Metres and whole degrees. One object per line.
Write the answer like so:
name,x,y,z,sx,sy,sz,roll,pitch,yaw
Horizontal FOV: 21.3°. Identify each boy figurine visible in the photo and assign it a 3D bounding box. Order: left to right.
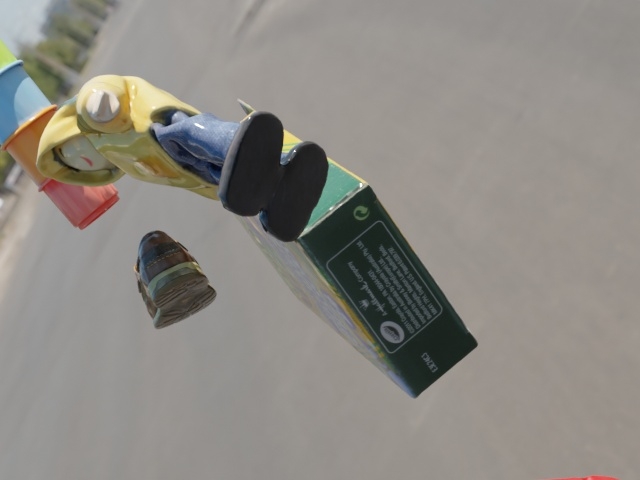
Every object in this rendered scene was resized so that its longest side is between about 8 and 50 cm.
boy figurine,-0.133,-0.076,1.358,0.285,0.177,0.092,13,77,42

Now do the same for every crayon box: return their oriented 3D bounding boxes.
crayon box,0.000,0.000,1.601,0.083,0.203,0.323,-39,28,-6

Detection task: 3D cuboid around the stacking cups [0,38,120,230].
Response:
stacking cups,-0.349,-0.147,1.893,0.096,0.316,0.096,-37,4,3

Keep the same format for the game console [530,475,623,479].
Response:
game console,0.005,0.289,0.823,0.060,0.387,0.342,-136,46,-70

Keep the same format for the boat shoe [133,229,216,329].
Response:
boat shoe,-0.134,0.034,1.531,0.064,0.060,0.178,-26,-13,-9
